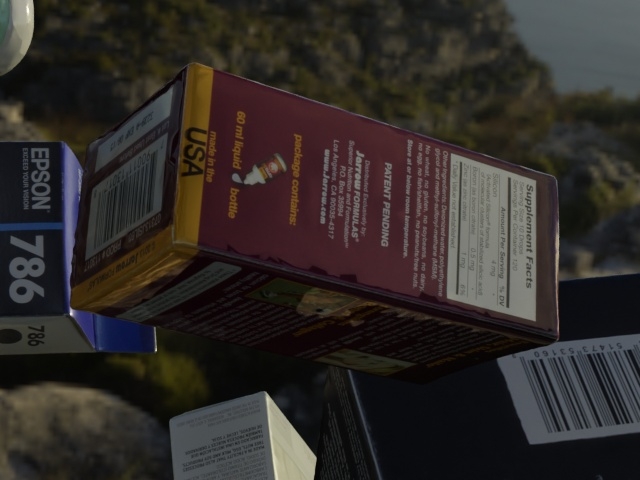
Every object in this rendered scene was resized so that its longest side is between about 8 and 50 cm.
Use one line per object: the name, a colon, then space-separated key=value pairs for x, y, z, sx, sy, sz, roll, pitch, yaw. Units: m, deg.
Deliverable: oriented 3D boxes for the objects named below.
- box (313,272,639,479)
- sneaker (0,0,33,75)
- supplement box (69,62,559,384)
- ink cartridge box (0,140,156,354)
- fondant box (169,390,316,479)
box: x=0.153 y=0.187 z=0.980 sx=0.296 sy=0.294 sz=0.183 roll=-5 pitch=46 yaw=-11
sneaker: x=-0.263 y=-0.180 z=0.783 sx=0.256 sy=0.094 sz=0.151 roll=54 pitch=29 yaw=1
supplement box: x=0.000 y=0.000 z=0.665 sx=0.188 sy=0.081 sz=0.104 roll=15 pitch=-23 yaw=-29
ink cartridge box: x=-0.289 y=0.005 z=1.145 sx=0.332 sy=0.065 sz=0.165 roll=-1 pitch=56 yaw=-13
fondant box: x=-0.030 y=0.328 z=1.279 sx=0.096 sy=0.238 sz=0.330 roll=-16 pitch=53 yaw=12
